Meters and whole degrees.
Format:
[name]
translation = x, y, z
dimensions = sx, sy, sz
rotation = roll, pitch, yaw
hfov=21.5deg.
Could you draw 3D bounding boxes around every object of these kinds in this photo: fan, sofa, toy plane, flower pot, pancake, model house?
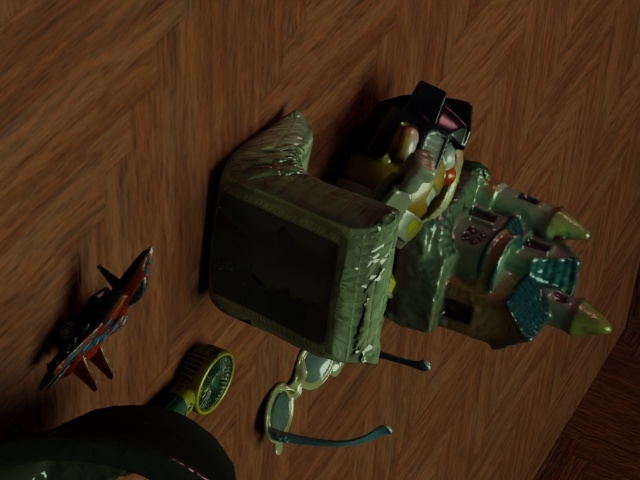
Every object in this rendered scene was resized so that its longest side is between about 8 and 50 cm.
[fan]
translation = -0.157, 0.178, 1.960
dimensions = 0.155, 0.039, 0.082
rotation = -42, 148, -48
[sofa]
translation = 0.000, 0.000, 1.915
dimensions = 0.176, 0.225, 0.210
rotation = -37, 141, -49
[toy plane]
translation = -0.212, 0.069, 1.658
dimensions = 0.130, 0.061, 0.189
rotation = -34, 155, -56
[flower pot]
translation = -0.212, 0.300, 1.613
dimensions = 0.251, 0.379, 0.379
rotation = -74, 177, -67
[pancake]
translation = 0.149, -0.079, 2.276
dimensions = 0.139, 0.022, 0.139
rotation = -46, -149, 38
[model house]
translation = 0.309, 0.045, 2.600
dimensions = 0.267, 0.325, 0.194
rotation = -42, 149, -51

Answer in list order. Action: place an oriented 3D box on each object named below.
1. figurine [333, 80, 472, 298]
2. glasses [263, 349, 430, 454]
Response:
[figurine]
translation = 0.091, -0.070, 2.182
dimensions = 0.308, 0.143, 0.308
rotation = -46, -149, 38
[glasses]
translation = 0.029, 0.192, 2.254
dimensions = 0.088, 0.221, 0.189
rotation = 54, 52, -20
